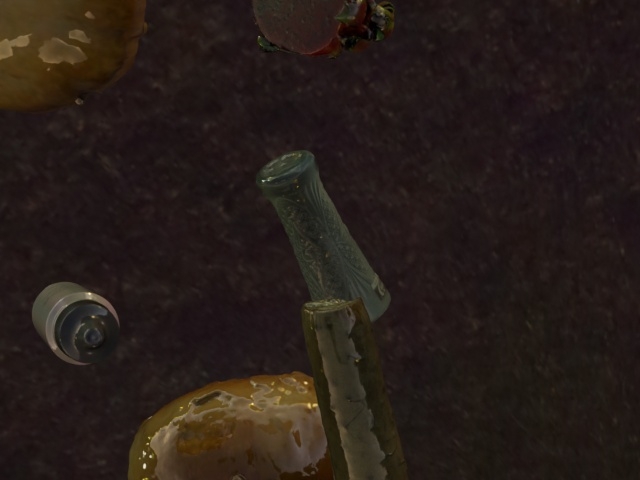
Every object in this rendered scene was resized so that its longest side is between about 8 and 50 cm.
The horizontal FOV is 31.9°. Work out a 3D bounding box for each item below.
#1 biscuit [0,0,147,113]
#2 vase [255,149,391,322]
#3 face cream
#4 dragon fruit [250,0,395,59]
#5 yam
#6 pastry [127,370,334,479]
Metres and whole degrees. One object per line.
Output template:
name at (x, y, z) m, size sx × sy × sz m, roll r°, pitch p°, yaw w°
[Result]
biscuit at (-0.413, -0.333, 1.307) m, size 0.446 × 0.429 × 0.104 m, roll 21°, pitch 46°, yaw -7°
vase at (0.000, 0.000, 1.338) m, size 0.096 × 0.219 × 0.096 m, roll -21°, pitch 26°, yaw 11°
face cream at (-0.304, 0.104, 1.398) m, size 0.092 × 0.311 × 0.092 m, roll 0°, pitch 91°, yaw -18°
dragon fruit at (0.002, -0.255, 1.268) m, size 0.138 × 0.175 × 0.142 m, roll -47°, pitch 50°, yaw 37°
yam at (0.048, 0.232, 1.054) m, size 0.083 × 0.083 × 0.371 m, roll -6°, pitch 104°, yaw 16°
pastry at (-0.088, 0.356, 1.627) m, size 0.409 × 0.409 × 0.245 m, roll -18°, pitch 60°, yaw 10°
